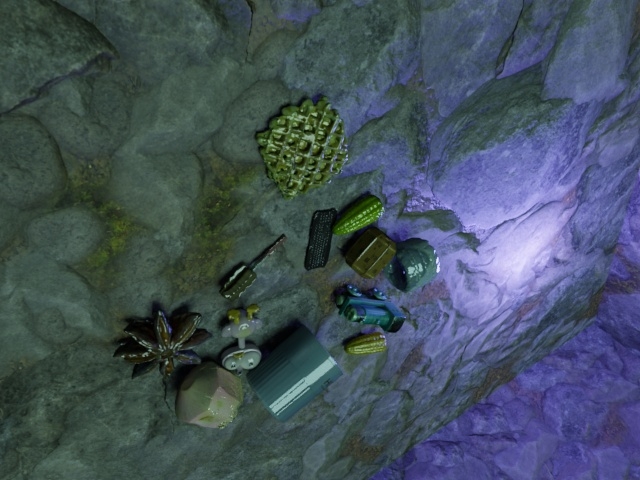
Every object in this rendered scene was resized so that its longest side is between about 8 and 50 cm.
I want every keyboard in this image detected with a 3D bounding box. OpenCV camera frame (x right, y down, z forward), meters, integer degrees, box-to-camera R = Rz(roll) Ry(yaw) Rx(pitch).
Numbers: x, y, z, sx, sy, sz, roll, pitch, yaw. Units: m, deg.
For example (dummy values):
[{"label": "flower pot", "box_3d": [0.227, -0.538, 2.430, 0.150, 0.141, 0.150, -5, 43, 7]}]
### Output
[{"label": "keyboard", "box_3d": [0.000, 0.000, 1.824, 0.106, 0.016, 0.262, -10, 128, -28]}]

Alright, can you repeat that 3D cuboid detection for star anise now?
[{"label": "star anise", "box_3d": [-0.528, 0.347, 1.666, 0.331, 0.118, 0.332, -12, 127, -16]}]

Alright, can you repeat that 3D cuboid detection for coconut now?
[{"label": "coconut", "box_3d": [-0.423, 0.582, 1.844, 0.233, 0.233, 0.245, -43, 139, 2]}]

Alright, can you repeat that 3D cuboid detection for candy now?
[{"label": "candy", "box_3d": [0.132, -0.084, 1.798, 0.209, 0.097, 0.097, -32, 135, -5]}, {"label": "candy", "box_3d": [0.201, 0.484, 2.284, 0.198, 0.094, 0.106, -4, 161, -23]}]

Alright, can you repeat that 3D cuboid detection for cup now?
[{"label": "cup", "box_3d": [-0.120, 0.529, 2.001, 0.311, 0.331, 0.257, -38, 108, -11]}]

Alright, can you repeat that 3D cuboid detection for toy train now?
[{"label": "toy train", "box_3d": [0.201, 0.291, 2.061, 0.298, 0.194, 0.120, 12, 117, -39]}]

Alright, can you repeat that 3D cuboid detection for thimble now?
[{"label": "thimble", "box_3d": [0.367, 0.097, 2.013, 0.172, 0.205, 0.250, -25, 158, -18]}]

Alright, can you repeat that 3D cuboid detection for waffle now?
[{"label": "waffle", "box_3d": [-0.042, -0.283, 1.536, 0.297, 0.073, 0.317, -32, 135, -8]}]

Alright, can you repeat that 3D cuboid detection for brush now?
[{"label": "brush", "box_3d": [-0.228, 0.088, 1.715, 0.301, 0.071, 0.084, -46, 153, -7]}]

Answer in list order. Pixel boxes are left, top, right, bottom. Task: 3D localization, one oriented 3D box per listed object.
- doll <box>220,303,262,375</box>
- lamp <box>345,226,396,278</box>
[{"label": "doll", "box_3d": [-0.299, 0.382, 1.863, 0.160, 0.094, 0.365, -10, 127, -24]}, {"label": "lamp", "box_3d": [0.194, 0.047, 1.898, 0.185, 0.161, 0.161, -50, 135, 6]}]
